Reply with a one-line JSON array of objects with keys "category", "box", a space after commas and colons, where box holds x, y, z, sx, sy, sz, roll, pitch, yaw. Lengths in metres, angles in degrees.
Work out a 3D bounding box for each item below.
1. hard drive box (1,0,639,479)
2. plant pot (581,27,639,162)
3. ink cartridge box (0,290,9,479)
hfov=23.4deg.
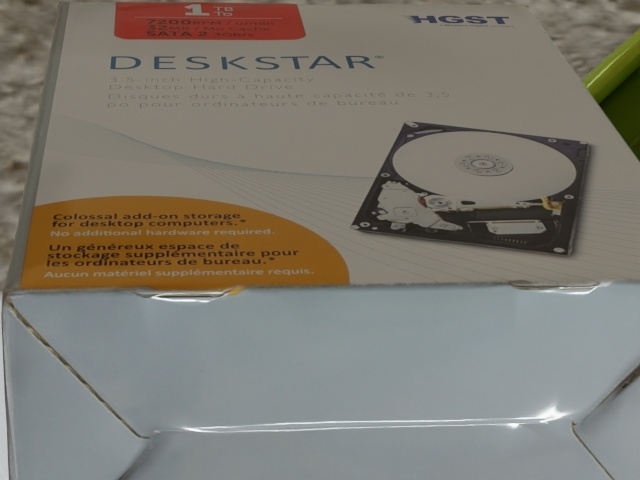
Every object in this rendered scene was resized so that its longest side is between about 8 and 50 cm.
[{"category": "hard drive box", "box": [0.000, 0.000, 0.492, 0.181, 0.232, 0.089, -1, 115, -7]}, {"category": "plant pot", "box": [0.225, 0.031, 0.814, 0.227, 0.228, 0.207, -42, 119, -1]}, {"category": "ink cartridge box", "box": [-0.189, 0.157, 0.509, 0.119, 0.353, 0.207, -27, 89, 27]}]
